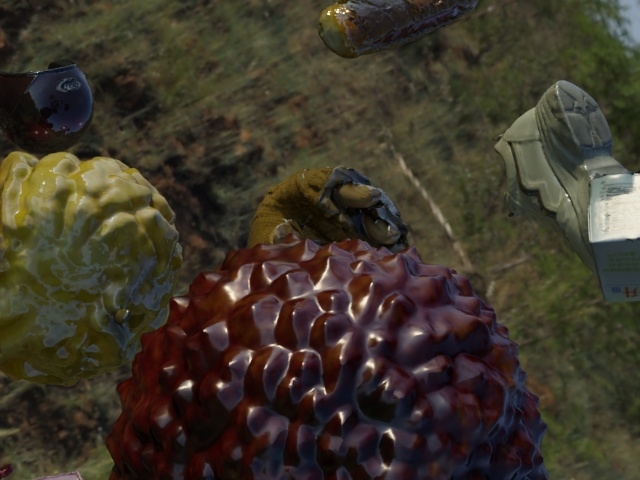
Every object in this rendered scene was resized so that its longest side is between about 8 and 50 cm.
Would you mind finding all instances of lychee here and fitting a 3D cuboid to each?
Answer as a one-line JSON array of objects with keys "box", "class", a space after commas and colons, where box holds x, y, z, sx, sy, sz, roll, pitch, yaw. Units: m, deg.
[{"box": [0.002, 0.199, 0.894, 0.500, 0.425, 0.424, -61, 127, -80], "class": "lychee"}]

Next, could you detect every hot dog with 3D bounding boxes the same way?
[{"box": [0.105, -0.291, 1.197, 0.088, 0.061, 0.286, 39, 43, 16], "class": "hot dog"}]

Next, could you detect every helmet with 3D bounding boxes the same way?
[{"box": [-0.557, -0.272, 1.938, 0.189, 0.216, 0.193, -26, 77, -47], "class": "helmet"}]

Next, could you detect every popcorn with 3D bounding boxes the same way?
[{"box": [-0.372, 0.023, 1.367, 0.349, 0.349, 0.381, 58, -4, -28], "class": "popcorn"}]

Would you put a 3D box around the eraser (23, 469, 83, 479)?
[{"box": [-0.467, 0.466, 1.386, 0.359, 0.272, 0.122, -2, 111, -42], "class": "eraser"}]

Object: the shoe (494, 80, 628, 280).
[{"box": [0.400, -0.070, 1.581, 0.132, 0.211, 0.341, -8, 74, -37], "class": "shoe"}]

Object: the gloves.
[{"box": [-0.006, -0.013, 1.279, 0.356, 0.203, 0.155, -24, -105, 64], "class": "gloves"}]

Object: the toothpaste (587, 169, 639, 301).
[{"box": [0.361, -0.014, 0.655, 0.081, 0.337, 0.067, 60, 33, -46], "class": "toothpaste"}]

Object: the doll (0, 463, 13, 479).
[{"box": [-0.515, 0.326, 1.248, 0.217, 0.183, 0.085, -1, 85, -36], "class": "doll"}]
